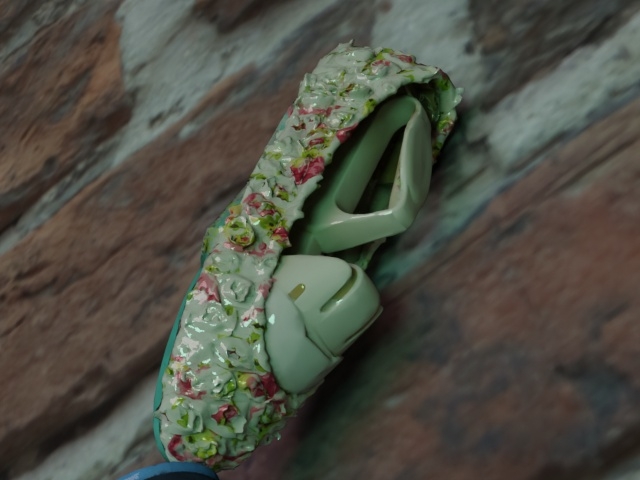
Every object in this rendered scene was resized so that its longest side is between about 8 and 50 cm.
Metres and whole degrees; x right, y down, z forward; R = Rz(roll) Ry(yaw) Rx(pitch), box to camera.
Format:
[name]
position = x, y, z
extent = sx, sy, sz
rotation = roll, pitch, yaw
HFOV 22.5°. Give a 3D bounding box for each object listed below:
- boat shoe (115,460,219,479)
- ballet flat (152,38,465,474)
[boat shoe]
position = -0.106, 0.210, 0.700
extent = 0.258, 0.109, 0.089
rotation = -57, 42, 23
[ballet flat]
position = 0.000, 0.000, 0.729
extent = 0.077, 0.091, 0.241
rotation = 1, 54, 33
